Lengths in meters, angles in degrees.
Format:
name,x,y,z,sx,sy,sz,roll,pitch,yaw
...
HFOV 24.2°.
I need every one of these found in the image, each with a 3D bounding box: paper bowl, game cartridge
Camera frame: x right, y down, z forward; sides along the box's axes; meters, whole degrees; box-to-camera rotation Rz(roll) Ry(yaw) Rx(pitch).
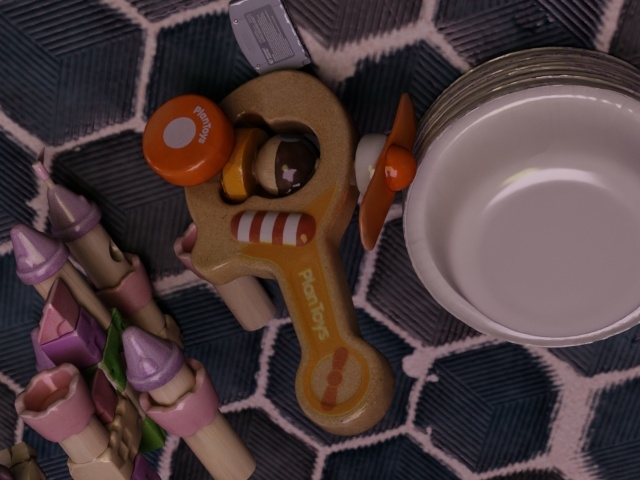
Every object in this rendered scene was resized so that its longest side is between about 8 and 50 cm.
name,x,y,z,sx,sy,sz,roll,pitch,yaw
paper bowl,0.218,-0.024,1.386,0.284,0.148,0.284,1,121,2
game cartridge,-0.050,-0.192,1.380,0.056,0.017,0.083,-20,118,12

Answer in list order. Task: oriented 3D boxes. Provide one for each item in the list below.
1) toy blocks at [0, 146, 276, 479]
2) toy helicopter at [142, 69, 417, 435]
name,x,y,z,sx,sy,sz,roll,pitch,yaw
toy blocks,-0.236,0.095,1.414,0.309,0.288,0.260,-21,124,19
toy helicopter,0.000,0.000,1.315,0.235,0.355,0.140,-23,152,10
